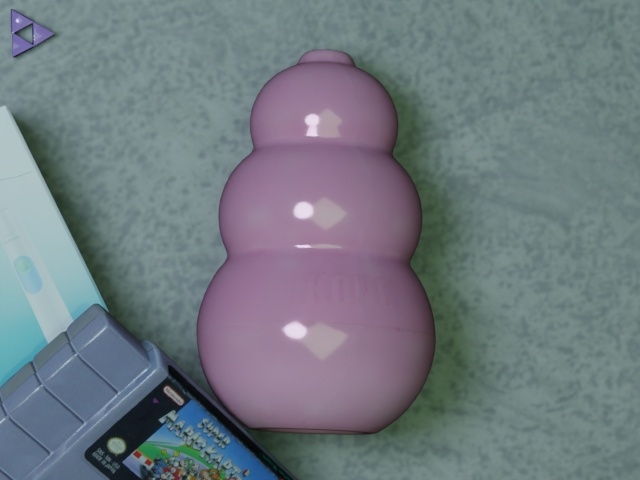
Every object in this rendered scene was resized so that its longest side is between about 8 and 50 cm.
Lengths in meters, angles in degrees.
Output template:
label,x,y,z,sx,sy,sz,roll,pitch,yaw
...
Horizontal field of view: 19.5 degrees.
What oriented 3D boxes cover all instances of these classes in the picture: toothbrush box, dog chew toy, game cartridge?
label,x,y,z,sx,sy,sz,roll,pitch,yaw
toothbrush box,-0.301,0.061,1.601,0.216,0.126,0.295,-27,95,-8
dog chew toy,0.000,0.000,1.615,0.207,0.206,0.332,4,82,-8
game cartridge,-0.149,0.236,1.574,0.230,0.068,0.355,-40,123,5

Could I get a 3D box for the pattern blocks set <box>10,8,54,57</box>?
label,x,y,z,sx,sy,sz,roll,pitch,yaw
pattern blocks set,-0.319,-0.318,1.646,0.285,0.026,0.325,-14,92,-8
